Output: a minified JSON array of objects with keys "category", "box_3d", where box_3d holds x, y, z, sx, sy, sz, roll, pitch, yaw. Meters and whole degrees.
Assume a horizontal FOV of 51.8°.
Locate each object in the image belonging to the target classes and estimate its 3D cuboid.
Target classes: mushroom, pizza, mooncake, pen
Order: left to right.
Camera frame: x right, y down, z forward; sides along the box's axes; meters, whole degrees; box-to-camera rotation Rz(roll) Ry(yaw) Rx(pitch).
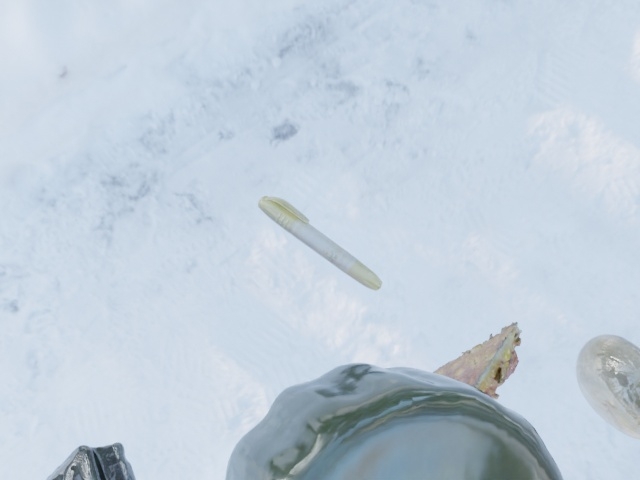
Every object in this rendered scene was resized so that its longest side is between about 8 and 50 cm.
[{"category":"pen","box_3d":[0.000,0.000,1.009,0.233,0.032,0.040,35,122,10]},{"category":"mooncake","box_3d":[0.071,0.288,0.664,0.351,0.187,0.351,0,89,-20]},{"category":"pizza","box_3d":[0.246,0.209,1.008,0.193,0.201,0.053,-43,94,8]},{"category":"mushroom","box_3d":[0.556,0.238,1.171,0.206,0.206,0.209,22,74,9]}]

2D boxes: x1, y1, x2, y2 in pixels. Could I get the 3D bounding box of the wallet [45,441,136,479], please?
[{"category":"wallet","box_3d":[-0.191,0.310,0.539,0.168,0.052,0.245,-43,56,13]}]
